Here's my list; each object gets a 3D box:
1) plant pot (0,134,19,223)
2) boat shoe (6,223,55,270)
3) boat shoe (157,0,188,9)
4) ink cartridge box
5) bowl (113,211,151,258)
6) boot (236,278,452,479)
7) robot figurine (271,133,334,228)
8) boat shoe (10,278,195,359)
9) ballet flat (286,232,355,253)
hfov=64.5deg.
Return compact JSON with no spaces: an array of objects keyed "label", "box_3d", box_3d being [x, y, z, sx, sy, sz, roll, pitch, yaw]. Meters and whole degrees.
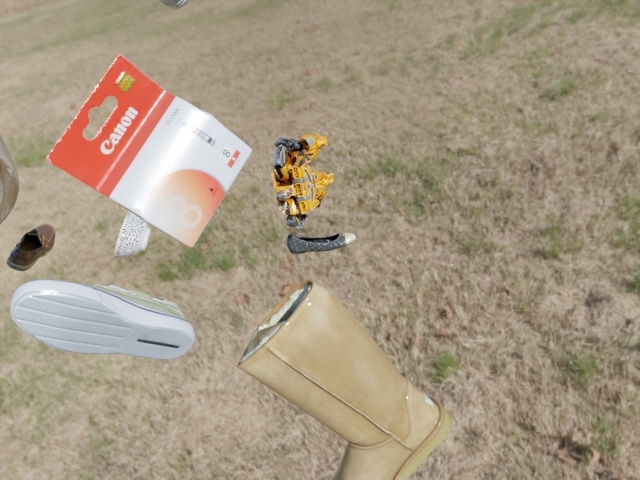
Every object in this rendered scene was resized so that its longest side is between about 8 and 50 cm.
[{"label":"plant pot","box_3d":[-0.639,-0.135,0.787,0.280,0.323,0.323,39,59,20]},{"label":"boat shoe","box_3d":[-0.698,0.005,1.245,0.060,0.064,0.178,-55,17,24]},{"label":"boat shoe","box_3d":[-0.321,-0.492,0.864,0.079,0.227,0.081,-50,-2,-1]},{"label":"ink cartridge box","box_3d":[-0.183,-0.097,0.577,0.045,0.179,0.145,18,75,50]},{"label":"bowl","box_3d":[-0.593,-0.012,1.624,0.080,0.170,0.170,19,33,-14]},{"label":"boot","box_3d":[0.004,0.215,0.625,0.236,0.269,0.089,-50,20,-7]},{"label":"robot figurine","box_3d":[-0.039,-0.154,1.200,0.085,0.211,0.291,-6,22,15]},{"label":"boat shoe","box_3d":[-0.348,0.124,0.832,0.109,0.302,0.094,-50,44,10]},{"label":"ballet flat","box_3d":[0.000,0.000,1.245,0.173,0.049,0.057,-8,15,9]}]
